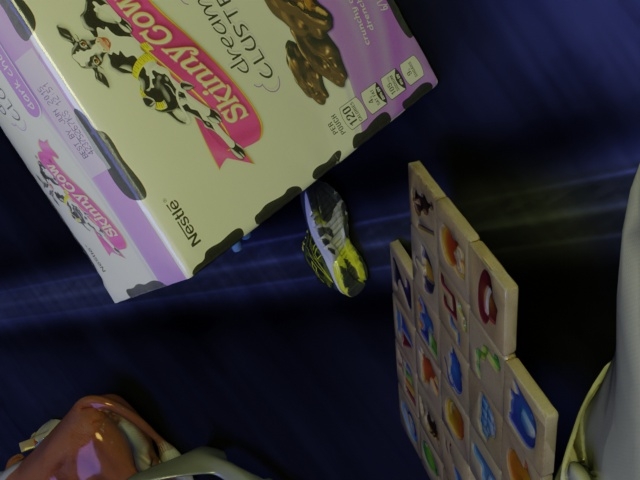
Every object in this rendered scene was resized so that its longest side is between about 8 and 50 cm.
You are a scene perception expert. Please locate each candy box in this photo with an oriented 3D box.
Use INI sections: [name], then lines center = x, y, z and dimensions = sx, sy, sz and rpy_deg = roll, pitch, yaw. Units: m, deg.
[candy box]
center = -0.056, -0.093, 0.453
dimensions = 0.070, 0.196, 0.164
rpy_deg = -17, 109, 49

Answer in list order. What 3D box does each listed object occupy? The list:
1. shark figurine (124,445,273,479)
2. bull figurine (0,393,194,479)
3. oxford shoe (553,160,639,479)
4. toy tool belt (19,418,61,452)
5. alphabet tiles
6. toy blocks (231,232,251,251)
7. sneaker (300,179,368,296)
[shark figurine]
center = -0.033, 0.283, 0.811
dimensions = 0.278, 0.116, 0.166
rpy_deg = 53, 140, -8
[bull figurine]
center = -0.249, 0.268, 0.977
dimensions = 0.188, 0.101, 0.310
rpy_deg = 42, 129, -6
[oxford shoe]
center = 0.164, 0.131, 0.459
dimensions = 0.130, 0.169, 0.449
rpy_deg = 15, 136, 37
[toy tool belt]
center = -0.293, 0.244, 1.074
dimensions = 0.083, 0.051, 0.052
rpy_deg = 48, 142, 1
[alphabet tiles]
center = 0.077, 0.084, 0.531
dimensions = 0.198, 0.009, 0.237
rpy_deg = -118, 18, -52
[toy blocks]
center = -0.055, -0.060, 0.594
dimensions = 0.123, 0.054, 0.148
rpy_deg = 2, 122, 44
[sneaker]
center = 0.000, 0.000, 0.608
dimensions = 0.035, 0.031, 0.083
rpy_deg = 4, 124, 42
